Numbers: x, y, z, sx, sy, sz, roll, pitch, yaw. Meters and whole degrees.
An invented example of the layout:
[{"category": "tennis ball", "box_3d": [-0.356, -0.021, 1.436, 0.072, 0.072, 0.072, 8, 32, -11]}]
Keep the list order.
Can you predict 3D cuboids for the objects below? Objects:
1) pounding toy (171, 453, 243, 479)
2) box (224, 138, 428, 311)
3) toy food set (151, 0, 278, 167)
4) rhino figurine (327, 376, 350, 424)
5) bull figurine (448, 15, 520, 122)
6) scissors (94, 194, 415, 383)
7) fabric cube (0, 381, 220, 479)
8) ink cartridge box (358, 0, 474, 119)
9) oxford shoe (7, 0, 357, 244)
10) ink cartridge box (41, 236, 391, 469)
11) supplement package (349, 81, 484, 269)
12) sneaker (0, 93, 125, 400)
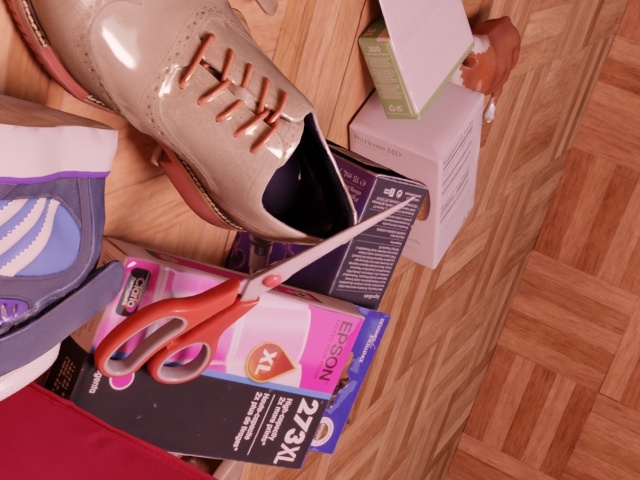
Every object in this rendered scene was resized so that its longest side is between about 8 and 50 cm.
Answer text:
[{"category": "pounding toy", "box_3d": [-0.142, 0.326, 1.232, 0.269, 0.155, 0.154, -19, 135, -65]}, {"category": "box", "box_3d": [0.000, 0.000, 1.182, 0.108, 0.153, 0.207, 9, 105, -53]}, {"category": "toy food set", "box_3d": [-0.103, -0.151, 0.939, 0.192, 0.038, 0.132, -67, 165, -1]}, {"category": "rhino figurine", "box_3d": [0.008, 0.266, 1.684, 0.243, 0.073, 0.106, -8, 117, -69]}, {"category": "bull figurine", "box_3d": [0.217, -0.241, 1.574, 0.310, 0.101, 0.188, -34, 148, -52]}, {"category": "scissors", "box_3d": [-0.061, 0.037, 0.867, 0.297, 0.021, 0.109, -37, 139, 23]}, {"category": "fabric cube", "box_3d": [-0.237, 0.296, 0.797, 0.254, 0.259, 0.258, -43, 149, -46]}, {"category": "ink cartridge box", "box_3d": [0.108, -0.291, 1.299, 0.171, 0.056, 0.235, -52, 133, -34]}, {"category": "oxford shoe", "box_3d": [-0.081, -0.123, 0.789, 0.140, 0.146, 0.397, -59, 144, -12]}, {"category": "ink cartridge box", "box_3d": [-0.077, 0.125, 1.036, 0.371, 0.069, 0.176, 17, 98, -41]}, {"category": "supplement package", "box_3d": [0.130, -0.099, 1.457, 0.134, 0.139, 0.244, -55, 158, -28]}, {"category": "sneaker", "box_3d": [-0.241, 0.028, 0.642, 0.323, 0.130, 0.236, -11, 120, -73]}]
